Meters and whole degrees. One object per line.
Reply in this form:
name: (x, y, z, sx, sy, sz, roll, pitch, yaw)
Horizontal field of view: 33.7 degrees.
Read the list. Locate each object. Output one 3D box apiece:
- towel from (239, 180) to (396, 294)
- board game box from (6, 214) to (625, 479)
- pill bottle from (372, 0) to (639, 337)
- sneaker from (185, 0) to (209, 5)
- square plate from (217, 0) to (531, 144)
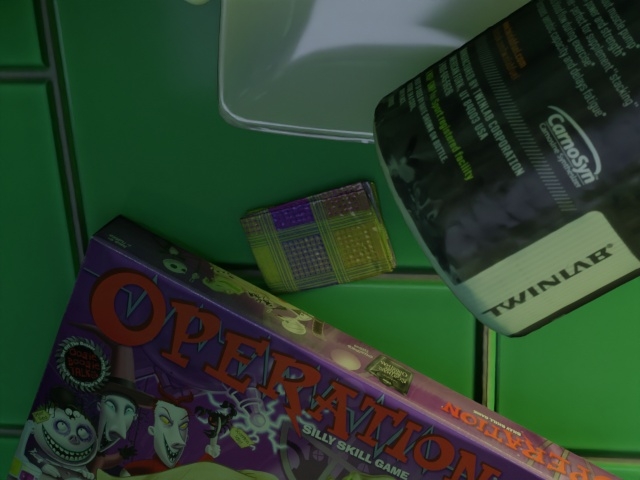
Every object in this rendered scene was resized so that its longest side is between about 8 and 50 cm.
towel: (0.000, 0.000, 0.626, 0.083, 0.009, 0.060, -15, 112, 16)
board game box: (-0.013, 0.152, 0.651, 0.347, 0.056, 0.208, 27, 111, 6)
pill bottle: (0.155, -0.068, 0.450, 0.246, 0.130, 0.130, -31, 106, 21)
sneaker: (-0.071, -0.189, 0.504, 0.065, 0.061, 0.158, -22, 123, -1)
square plate: (0.128, -0.203, 0.493, 0.344, 0.049, 0.347, 7, 115, 6)
